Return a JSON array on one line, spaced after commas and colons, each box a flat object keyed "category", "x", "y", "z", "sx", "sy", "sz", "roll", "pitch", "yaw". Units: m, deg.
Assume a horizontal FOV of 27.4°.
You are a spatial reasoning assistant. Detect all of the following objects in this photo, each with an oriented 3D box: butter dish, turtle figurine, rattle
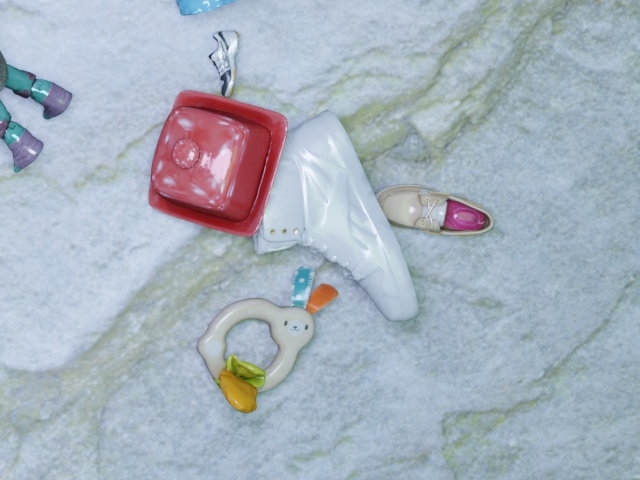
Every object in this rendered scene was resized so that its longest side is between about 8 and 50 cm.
[{"category": "butter dish", "x": -0.141, "y": -0.098, "z": 1.570, "sx": 0.160, "sy": 0.118, "sz": 0.160, "roll": 17, "pitch": 93, "yaw": 19}, {"category": "turtle figurine", "x": -0.405, "y": -0.192, "z": 1.494, "sx": 0.234, "sy": 0.118, "sz": 0.175, "roll": 38, "pitch": 84, "yaw": -27}, {"category": "rattle", "x": -0.051, "y": 0.119, "z": 1.656, "sx": 0.200, "sy": 0.143, "sz": 0.130, "roll": -29, "pitch": 88, "yaw": -8}]

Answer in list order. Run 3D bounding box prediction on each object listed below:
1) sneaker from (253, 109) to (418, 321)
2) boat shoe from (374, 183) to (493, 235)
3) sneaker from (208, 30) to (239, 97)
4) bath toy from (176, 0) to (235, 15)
[{"category": "sneaker", "x": 0.000, "y": 0.000, "z": 1.679, "sx": 0.169, "sy": 0.108, "sz": 0.292, "roll": -28, "pitch": 96, "yaw": -13}, {"category": "boat shoe", "x": 0.154, "y": -0.039, "z": 1.747, "sx": 0.170, "sy": 0.059, "sz": 0.063, "roll": 5, "pitch": 96, "yaw": -21}, {"category": "sneaker", "x": -0.122, "y": -0.221, "z": 1.638, "sx": 0.037, "sy": 0.032, "sz": 0.083, "roll": 4, "pitch": 92, "yaw": -7}, {"category": "bath toy", "x": -0.187, "y": -0.433, "z": 1.529, "sx": 0.151, "sy": 0.129, "sz": 0.348, "roll": -38, "pitch": 108, "yaw": -11}]
